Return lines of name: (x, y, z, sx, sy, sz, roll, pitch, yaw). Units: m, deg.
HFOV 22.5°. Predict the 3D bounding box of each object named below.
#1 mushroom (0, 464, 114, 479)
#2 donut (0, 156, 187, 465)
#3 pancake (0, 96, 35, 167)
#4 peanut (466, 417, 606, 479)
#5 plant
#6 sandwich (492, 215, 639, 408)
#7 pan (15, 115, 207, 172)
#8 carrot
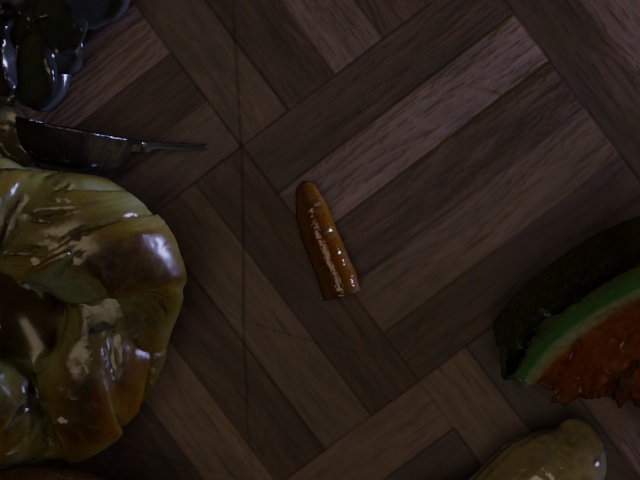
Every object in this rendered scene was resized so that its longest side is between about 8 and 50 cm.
mushroom: (-0.301, 0.391, 1.749, 0.345, 0.345, 0.239, 11, 53, 3)
donut: (-0.319, 0.074, 1.726, 0.360, 0.170, 0.360, -5, 110, -14)
pancake: (-0.440, -0.079, 1.802, 0.242, 0.050, 0.242, 2, 81, -15)
peanut: (0.205, 0.294, 1.771, 0.256, 0.123, 0.123, -32, 90, 1)
plant: (-0.354, -0.280, 1.742, 0.276, 0.188, 0.199, 44, 95, 1)
sandwich: (0.366, 0.093, 1.736, 0.301, 0.162, 0.250, 31, 129, -15)
pan: (-0.235, -0.097, 1.772, 0.202, 0.128, 0.048, 9, 95, 4)
carrot: (0.000, 0.000, 1.804, 0.048, 0.048, 0.139, -22, 89, 4)
